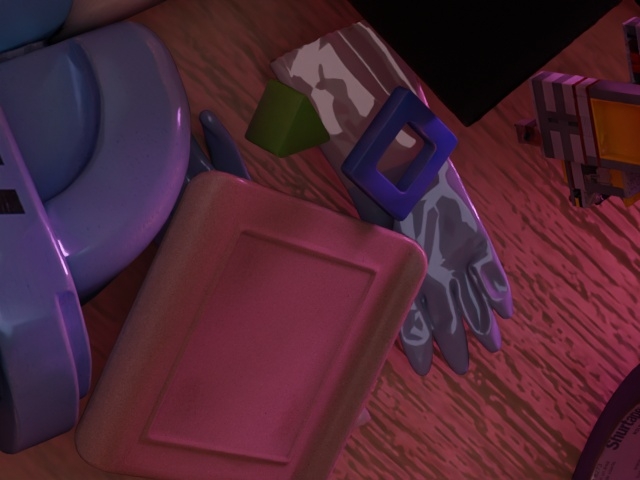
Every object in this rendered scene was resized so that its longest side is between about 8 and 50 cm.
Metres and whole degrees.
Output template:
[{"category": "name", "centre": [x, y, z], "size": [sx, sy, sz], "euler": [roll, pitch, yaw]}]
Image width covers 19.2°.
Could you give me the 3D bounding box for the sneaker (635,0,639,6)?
[{"category": "sneaker", "centre": [0.259, -0.193, 1.216], "size": [0.283, 0.107, 0.124], "euler": [24, 92, -1]}]

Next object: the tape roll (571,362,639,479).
[{"category": "tape roll", "centre": [0.215, 0.167, 1.139], "size": [0.080, 0.189, 0.189], "euler": [21, 84, -9]}]

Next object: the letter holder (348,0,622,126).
[{"category": "letter holder", "centre": [0.142, -0.248, 1.108], "size": [0.302, 0.214, 0.152], "euler": [-40, 110, 14]}]

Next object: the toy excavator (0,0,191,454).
[{"category": "toy excavator", "centre": [-0.156, -0.118, 1.086], "size": [0.445, 0.222, 0.433], "euler": [-21, 85, -22]}]

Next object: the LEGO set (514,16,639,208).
[{"category": "LEGO set", "centre": [0.260, -0.042, 1.090], "size": [0.331, 0.192, 0.255], "euler": [-39, 124, -30]}]

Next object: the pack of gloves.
[{"category": "pack of gloves", "centre": [0.000, 0.000, 1.186], "size": [0.195, 0.046, 0.232], "euler": [-24, 94, 4]}]

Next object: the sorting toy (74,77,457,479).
[{"category": "sorting toy", "centre": [-0.044, 0.059, 1.109], "size": [0.196, 0.047, 0.347], "euler": [19, 98, -46]}]
